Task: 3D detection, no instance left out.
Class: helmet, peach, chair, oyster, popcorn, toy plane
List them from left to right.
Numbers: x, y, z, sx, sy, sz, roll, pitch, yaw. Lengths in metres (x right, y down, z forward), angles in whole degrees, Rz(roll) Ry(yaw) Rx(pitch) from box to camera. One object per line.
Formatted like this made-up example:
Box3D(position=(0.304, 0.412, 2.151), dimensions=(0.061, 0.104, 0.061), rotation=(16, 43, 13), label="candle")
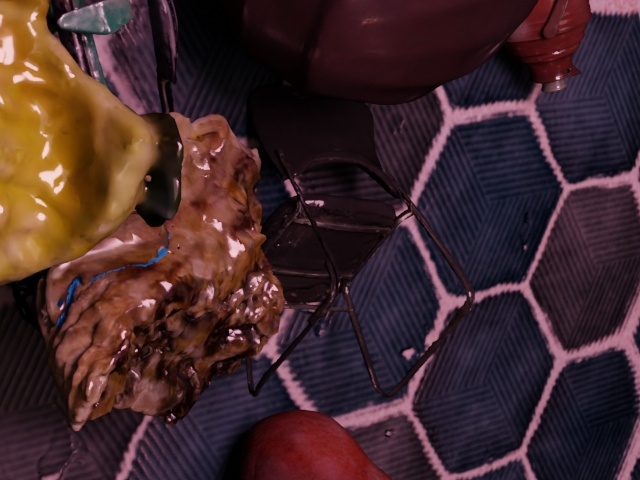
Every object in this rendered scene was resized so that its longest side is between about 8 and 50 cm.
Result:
Box3D(position=(-0.270, -0.063, 0.708), dimensions=(0.237, 0.293, 0.292), rotation=(-12, 105, -39), label="popcorn")
Box3D(position=(-0.153, -0.054, 0.876), dimensions=(0.155, 0.106, 0.381), rotation=(-24, 111, -35), label="toy plane")
Box3D(position=(-0.097, 0.017, 0.827), dimensions=(0.214, 0.083, 0.222), rotation=(8, 83, -56), label="oyster")
Box3D(position=(-0.010, 0.215, 0.990), dimensions=(0.152, 0.152, 0.152), rotation=(-7, 102, -33), label="peach")
Box3D(position=(0.000, 0.000, 0.987), dimensions=(0.140, 0.221, 0.145), rotation=(6, 138, -36), label="chair")
Box3D(position=(0.062, -0.201, 0.887), dimensions=(0.305, 0.177, 0.225), rotation=(-11, 145, -23), label="helmet")

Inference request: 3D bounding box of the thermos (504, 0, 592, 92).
Box3D(position=(0.180, -0.241, 1.071), dimensions=(0.124, 0.099, 0.232), rotation=(-13, 111, 4), label="thermos")
